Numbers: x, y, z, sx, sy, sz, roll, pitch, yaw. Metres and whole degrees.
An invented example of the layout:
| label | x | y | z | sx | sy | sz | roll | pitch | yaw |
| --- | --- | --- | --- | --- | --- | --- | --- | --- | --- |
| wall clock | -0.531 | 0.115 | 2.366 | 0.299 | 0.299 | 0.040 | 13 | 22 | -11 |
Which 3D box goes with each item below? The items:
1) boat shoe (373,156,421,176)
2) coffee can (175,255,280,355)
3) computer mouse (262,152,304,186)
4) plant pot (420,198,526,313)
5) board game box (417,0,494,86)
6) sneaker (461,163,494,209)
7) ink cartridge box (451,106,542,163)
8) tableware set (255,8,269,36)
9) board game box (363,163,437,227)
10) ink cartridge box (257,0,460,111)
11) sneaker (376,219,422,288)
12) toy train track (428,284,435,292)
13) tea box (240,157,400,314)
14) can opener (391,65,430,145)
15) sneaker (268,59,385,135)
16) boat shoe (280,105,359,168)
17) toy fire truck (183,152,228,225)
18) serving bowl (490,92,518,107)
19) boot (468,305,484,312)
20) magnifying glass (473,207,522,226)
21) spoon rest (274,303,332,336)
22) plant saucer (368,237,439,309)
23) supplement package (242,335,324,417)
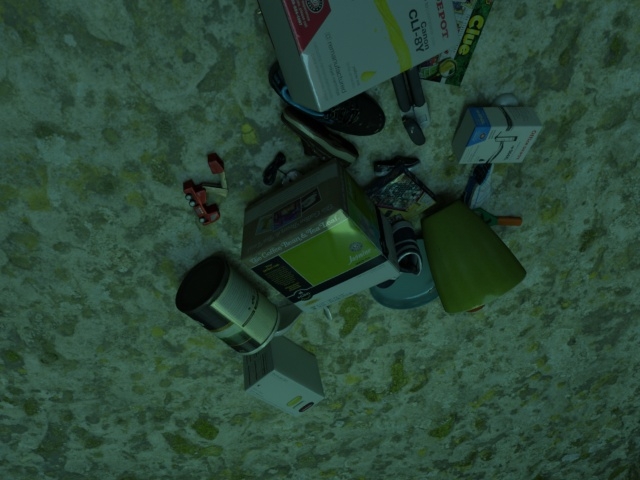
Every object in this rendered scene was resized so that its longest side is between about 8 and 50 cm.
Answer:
| label | x | y | z | sx | sy | sz | roll | pitch | yaw |
| --- | --- | --- | --- | --- | --- | --- | --- | --- | --- |
| boat shoe | 0.225 | -0.223 | 1.553 | 0.142 | 0.049 | 0.040 | -12 | 128 | 0 |
| coffee can | -0.287 | 0.210 | 1.672 | 0.202 | 0.201 | 0.275 | -33 | 126 | 13 |
| computer mouse | -0.070 | -0.167 | 1.534 | 0.193 | 0.042 | 0.106 | 28 | 115 | -29 |
| plant pot | 0.440 | 0.031 | 1.640 | 0.275 | 0.275 | 0.293 | -29 | 92 | 10 |
| board game box | 0.344 | -0.533 | 1.355 | 0.136 | 0.030 | 0.259 | 4 | 126 | -17 |
| sneaker | 0.506 | -0.176 | 1.644 | 0.083 | 0.071 | 0.190 | -4 | 136 | -17 |
| ink cartridge box | 0.500 | -0.298 | 1.508 | 0.203 | 0.085 | 0.148 | -3 | 145 | -10 |
| tableware set | -0.048 | -0.548 | 1.253 | 0.194 | 0.039 | 0.128 | -25 | 140 | 14 |
| board game box | 0.204 | -0.108 | 1.606 | 0.243 | 0.042 | 0.165 | -34 | 128 | 29 |
| ink cartridge box | 0.088 | -0.495 | 1.155 | 0.385 | 0.160 | 0.279 | -29 | 121 | -13 |
| sneaker | 0.236 | 0.089 | 1.660 | 0.099 | 0.153 | 0.282 | 3 | 133 | -14 |
| toy train track | 0.404 | 0.151 | 1.844 | 0.048 | 0.014 | 0.083 | 11 | 129 | -29 |
| tea box | 0.000 | 0.000 | 1.521 | 0.329 | 0.220 | 0.323 | -26 | 133 | 22 |
| can opener | 0.244 | -0.353 | 1.388 | 0.076 | 0.095 | 0.283 | -20 | 153 | 10 |
| sneaker | 0.025 | -0.340 | 1.362 | 0.341 | 0.139 | 0.125 | 17 | 121 | -24 |
| boat shoe | -0.014 | -0.263 | 1.443 | 0.257 | 0.095 | 0.095 | 29 | 122 | -30 |
| toy fire truck | -0.312 | -0.140 | 1.499 | 0.135 | 0.047 | 0.192 | -21 | 129 | 2 |
| serving bowl | 0.530 | -0.377 | 1.514 | 0.083 | 0.027 | 0.083 | -6 | 129 | -8 |
| boot | 0.592 | 0.214 | 1.962 | 0.085 | 0.059 | 0.158 | 25 | 126 | -31 |
| magnifying glass | 0.564 | -0.067 | 1.761 | 0.231 | 0.026 | 0.092 | 3 | 126 | -12 |
| spoon rest | -0.094 | 0.260 | 1.815 | 0.277 | 0.137 | 0.084 | -11 | 115 | -22 |
| plant saucer | 0.315 | 0.111 | 1.829 | 0.318 | 0.043 | 0.317 | -6 | 128 | -7 |
| supplement package | -0.136 | 0.477 | 1.907 | 0.145 | 0.204 | 0.262 | -41 | 124 | 18 |
